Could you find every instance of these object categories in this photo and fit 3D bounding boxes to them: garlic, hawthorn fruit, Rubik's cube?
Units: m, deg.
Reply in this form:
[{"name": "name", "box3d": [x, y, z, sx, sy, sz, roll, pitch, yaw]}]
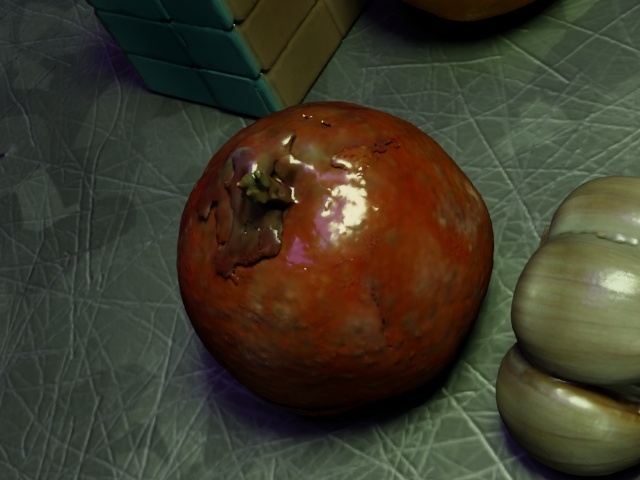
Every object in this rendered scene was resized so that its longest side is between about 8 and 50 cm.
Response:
[{"name": "garlic", "box3d": [0.219, 0.061, 0.837, 0.191, 0.160, 0.214, 11, 55, 47]}, {"name": "hawthorn fruit", "box3d": [0.000, 0.000, 0.902, 0.276, 0.307, 0.276, -6, 66, 14]}, {"name": "Rubik's cube", "box3d": [-0.109, -0.299, 1.222, 0.231, 0.224, 0.221, 17, 64, 34]}]

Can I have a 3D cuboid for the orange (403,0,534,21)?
[{"name": "orange", "box3d": [0.143, -0.364, 1.129, 0.284, 0.226, 0.284, 6, 68, -15]}]
